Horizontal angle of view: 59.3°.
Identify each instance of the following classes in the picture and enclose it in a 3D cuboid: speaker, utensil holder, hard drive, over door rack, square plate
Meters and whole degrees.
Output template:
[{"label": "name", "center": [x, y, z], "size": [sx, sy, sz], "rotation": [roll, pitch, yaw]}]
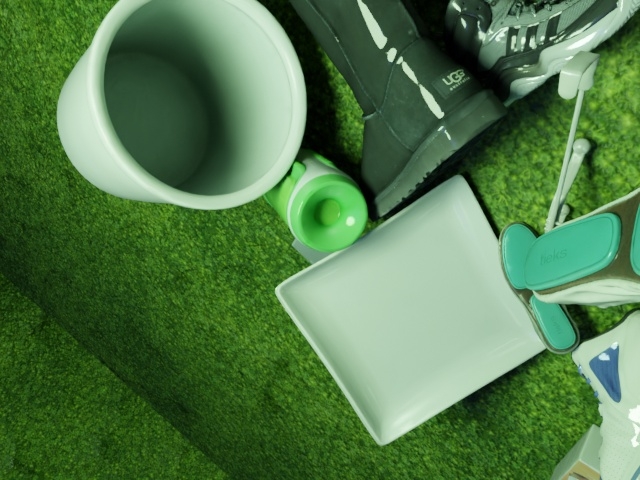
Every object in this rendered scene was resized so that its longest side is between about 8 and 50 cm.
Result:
[{"label": "speaker", "center": [-0.022, -0.079, 0.945], "size": [0.296, 0.131, 0.131], "rotation": [-131, 20, -65]}, {"label": "utensil holder", "center": [-0.255, -0.219, 0.957], "size": [0.386, 0.328, 0.327], "rotation": [7, 125, 58]}, {"label": "hard drive", "center": [0.000, 0.000, 1.166], "size": [0.094, 0.022, 0.135], "rotation": [43, 140, 8]}, {"label": "over door rack", "center": [0.395, -0.074, 0.637], "size": [0.240, 0.108, 0.324], "rotation": [24, 159, 29]}, {"label": "square plate", "center": [0.158, 0.121, 0.929], "size": [0.343, 0.347, 0.049], "rotation": [58, -178, -14]}]

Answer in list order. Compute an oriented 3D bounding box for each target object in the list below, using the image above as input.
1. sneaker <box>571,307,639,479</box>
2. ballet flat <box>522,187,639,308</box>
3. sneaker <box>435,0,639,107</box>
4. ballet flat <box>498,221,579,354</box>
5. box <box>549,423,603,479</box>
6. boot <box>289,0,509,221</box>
[{"label": "sneaker", "center": [0.448, 0.234, 0.800], "size": [0.182, 0.128, 0.315], "rotation": [-155, 78, -76]}, {"label": "ballet flat", "center": [0.358, 0.008, 0.573], "size": [0.139, 0.139, 0.400], "rotation": [48, 166, 3]}, {"label": "sneaker", "center": [0.244, -0.267, 0.668], "size": [0.153, 0.101, 0.269], "rotation": [51, 143, -5]}, {"label": "ballet flat", "center": [0.331, 0.074, 0.875], "size": [0.072, 0.068, 0.213], "rotation": [-23, 82, 10]}, {"label": "box", "center": [0.493, 0.432, 0.989], "size": [0.130, 0.091, 0.170], "rotation": [30, 136, 22]}, {"label": "boot", "center": [0.036, -0.271, 0.817], "size": [0.445, 0.146, 0.367], "rotation": [53, 159, 5]}]
